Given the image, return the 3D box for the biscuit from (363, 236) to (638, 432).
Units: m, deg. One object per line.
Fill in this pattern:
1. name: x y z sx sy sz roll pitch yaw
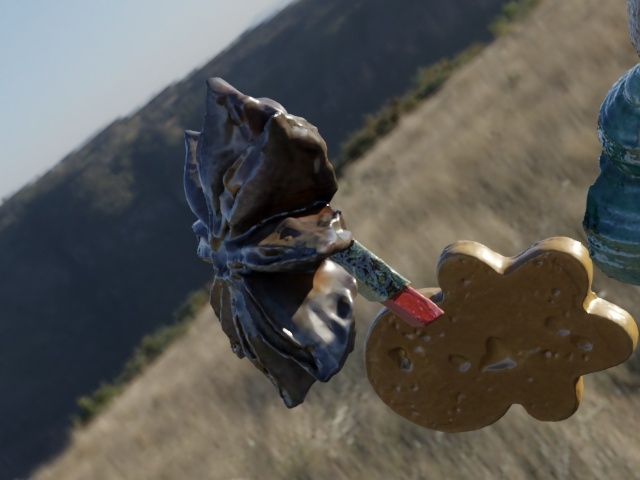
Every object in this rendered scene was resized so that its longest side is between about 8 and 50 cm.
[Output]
1. biscuit: 0.217 0.127 1.643 0.355 0.275 0.052 -31 14 33

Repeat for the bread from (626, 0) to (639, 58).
1. bread: 0.407 -0.228 1.216 0.268 0.268 0.146 -46 -13 -34

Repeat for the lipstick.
1. lipstick: 0.000 0.000 1.422 0.051 0.312 0.051 -52 1 -11

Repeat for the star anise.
1. star anise: -0.048 -0.001 1.239 0.117 0.332 0.331 -20 -1 -24

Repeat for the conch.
1. conch: 0.299 -0.068 1.055 0.196 0.202 0.134 -36 15 -9
